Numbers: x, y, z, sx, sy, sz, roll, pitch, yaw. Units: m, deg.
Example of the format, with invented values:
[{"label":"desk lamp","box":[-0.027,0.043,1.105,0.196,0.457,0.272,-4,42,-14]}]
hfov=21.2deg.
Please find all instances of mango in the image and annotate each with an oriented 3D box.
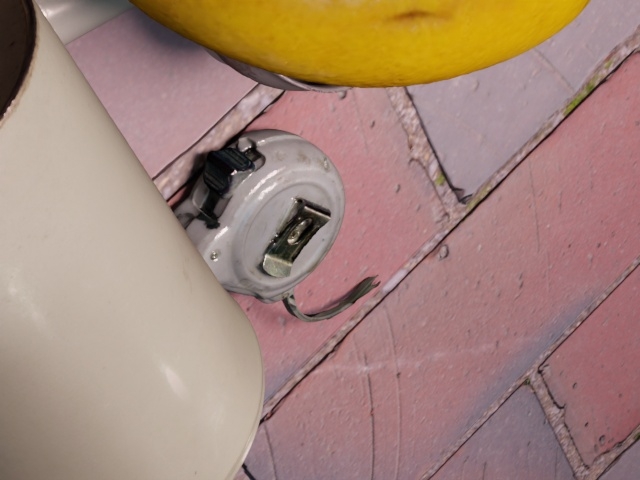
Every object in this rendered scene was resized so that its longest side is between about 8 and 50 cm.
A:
[{"label":"mango","box":[0.028,-0.248,1.161,0.445,0.301,0.220,-11,161,-40]}]

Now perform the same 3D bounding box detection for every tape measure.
[{"label":"tape measure","box":[0.000,0.001,1.518,0.330,0.084,0.164,16,112,-50]}]

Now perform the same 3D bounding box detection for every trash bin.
[{"label":"trash bin","box":[-0.217,0.040,1.162,0.280,0.280,0.432,-41,140,-14]}]

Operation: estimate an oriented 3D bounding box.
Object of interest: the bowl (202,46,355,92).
[{"label":"bowl","box":[-0.045,-0.183,1.282,0.189,0.189,0.086,-2,164,-46]}]

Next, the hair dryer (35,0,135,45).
[{"label":"hair dryer","box":[-0.175,-0.250,1.141,0.131,0.073,0.236,-34,132,-25]}]
